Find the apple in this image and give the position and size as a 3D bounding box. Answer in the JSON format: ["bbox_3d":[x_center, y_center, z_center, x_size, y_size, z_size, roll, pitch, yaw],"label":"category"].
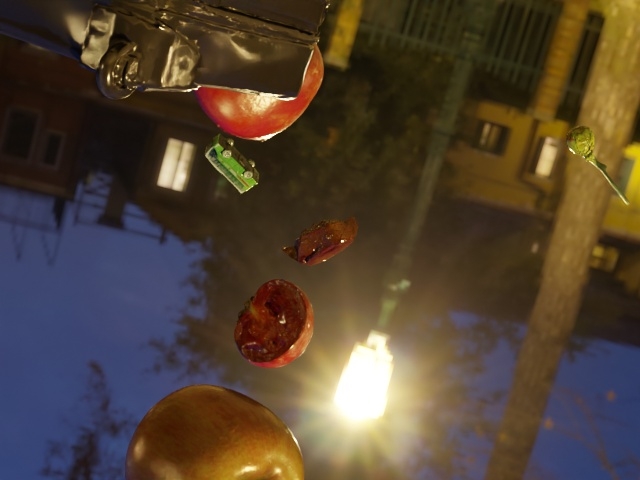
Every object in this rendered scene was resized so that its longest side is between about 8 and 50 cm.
[{"bbox_3d":[-0.155,0.353,1.904,0.264,0.264,0.264,15,-170,-3],"label":"apple"}]

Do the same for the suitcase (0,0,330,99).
[{"bbox_3d":[-0.190,-0.243,1.151,0.345,0.188,0.339,20,-171,26],"label":"suitcase"}]

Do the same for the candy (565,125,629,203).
[{"bbox_3d":[0.363,-0.097,1.613,0.123,0.035,0.035,53,170,6],"label":"candy"}]

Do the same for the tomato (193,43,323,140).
[{"bbox_3d":[-0.077,-0.266,1.842,0.140,0.233,0.200,-14,135,42],"label":"tomato"}]

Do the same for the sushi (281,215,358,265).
[{"bbox_3d":[0.000,0.000,1.958,0.052,0.120,0.055,3,-120,-56],"label":"sushi"}]

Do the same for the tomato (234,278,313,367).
[{"bbox_3d":[-0.074,0.157,2.233,0.139,0.159,0.091,30,173,33],"label":"tomato"}]

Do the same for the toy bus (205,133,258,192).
[{"bbox_3d":[-0.119,-0.104,1.677,0.083,0.037,0.031,45,-152,-26],"label":"toy bus"}]
